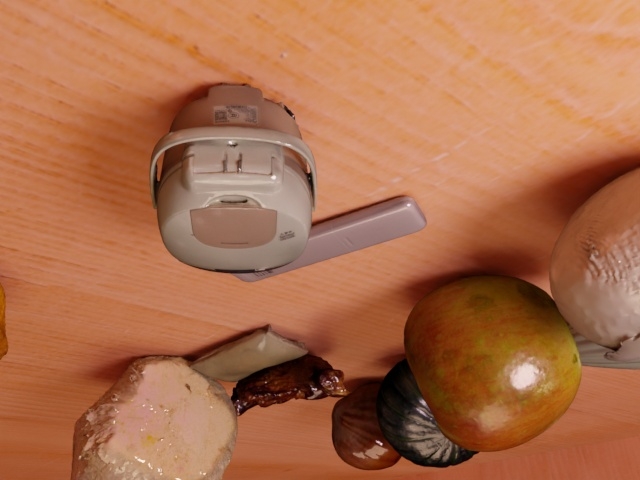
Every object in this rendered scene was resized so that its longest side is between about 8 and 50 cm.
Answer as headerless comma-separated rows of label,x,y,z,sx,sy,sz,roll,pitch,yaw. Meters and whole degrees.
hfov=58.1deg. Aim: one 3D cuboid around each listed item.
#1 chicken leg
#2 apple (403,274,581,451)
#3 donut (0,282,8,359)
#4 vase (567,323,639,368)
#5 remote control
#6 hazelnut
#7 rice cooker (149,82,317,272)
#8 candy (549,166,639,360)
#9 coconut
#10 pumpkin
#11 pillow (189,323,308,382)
chicken leg,-0.047,0.261,1.072,0.157,0.096,0.407,-12,172,-34
apple,0.244,0.169,0.823,0.226,0.246,0.246,-24,148,5
donut,-0.552,0.083,0.722,0.302,0.110,0.303,-4,153,-2
vase,0.505,0.155,0.953,0.128,0.129,0.248,14,155,-28
remote control,0.000,0.000,0.715,0.260,0.029,0.067,-18,147,20
hazelnut,0.124,0.423,1.348,0.210,0.210,0.186,-14,179,18
rice cooker,-0.077,-0.044,0.526,0.144,0.127,0.206,0,147,-7
candy,0.381,0.008,0.607,0.295,0.185,0.296,-17,152,-9
coconut,-0.334,0.394,1.110,0.297,0.298,0.309,13,142,-27
pumpkin,0.230,0.330,1.167,0.249,0.216,0.250,-9,122,-14
pillow,-0.134,0.213,1.052,0.208,0.053,0.119,-28,145,32
